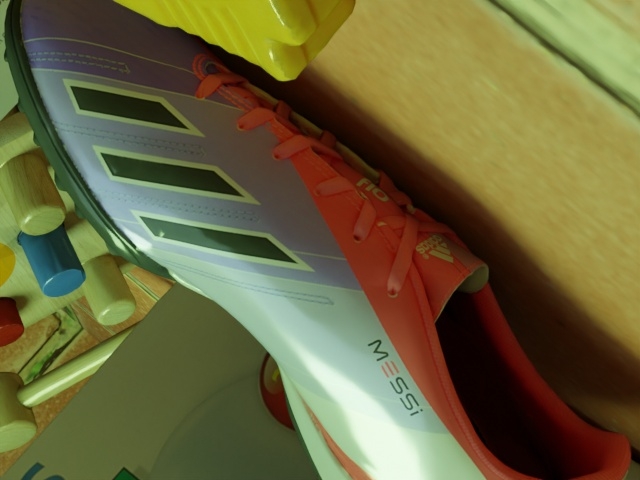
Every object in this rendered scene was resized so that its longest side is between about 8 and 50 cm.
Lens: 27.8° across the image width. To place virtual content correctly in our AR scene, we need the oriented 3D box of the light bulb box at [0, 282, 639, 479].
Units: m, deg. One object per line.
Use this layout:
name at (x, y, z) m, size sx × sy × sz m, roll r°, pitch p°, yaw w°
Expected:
light bulb box at (-0.001, 0.238, 0.686) m, size 0.361 × 0.358 × 0.225 m, roll 32°, pitch 162°, yaw 27°

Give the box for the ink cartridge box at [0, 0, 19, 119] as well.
ink cartridge box at (-0.293, -0.180, 0.667) m, size 0.211 × 0.121 × 0.289 m, roll 27°, pitch 161°, yaw 45°

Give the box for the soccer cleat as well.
soccer cleat at (0.000, 0.000, 0.536) m, size 0.116 × 0.108 × 0.318 m, roll -33°, pitch 97°, yaw 42°

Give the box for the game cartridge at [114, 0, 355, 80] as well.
game cartridge at (-0.145, -0.194, 0.381) m, size 0.323 × 0.053 × 0.285 m, roll 32°, pitch 164°, yaw 35°

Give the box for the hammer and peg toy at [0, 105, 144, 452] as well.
hammer and peg toy at (-0.276, 0.038, 1.073) m, size 0.127 × 0.266 × 0.361 m, roll 59°, pitch 176°, yaw 26°
